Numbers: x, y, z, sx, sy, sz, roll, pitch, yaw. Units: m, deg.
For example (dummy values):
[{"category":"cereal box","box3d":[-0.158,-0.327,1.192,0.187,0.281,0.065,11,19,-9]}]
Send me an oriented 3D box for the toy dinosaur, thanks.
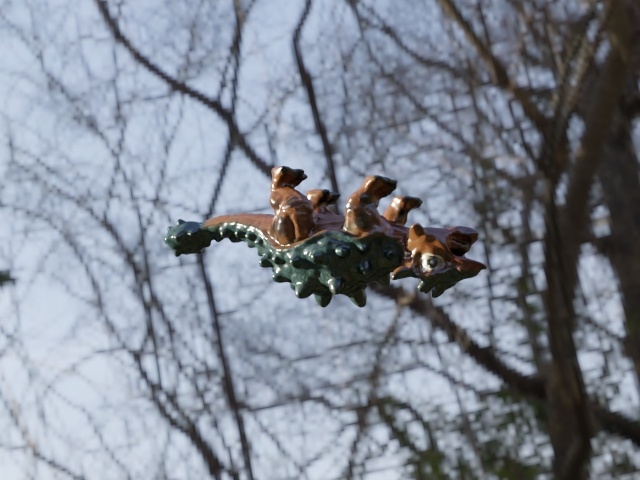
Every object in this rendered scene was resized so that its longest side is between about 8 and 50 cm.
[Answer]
[{"category":"toy dinosaur","box3d":[0.000,0.000,0.626,0.154,0.055,0.049,3,-11,29]}]
